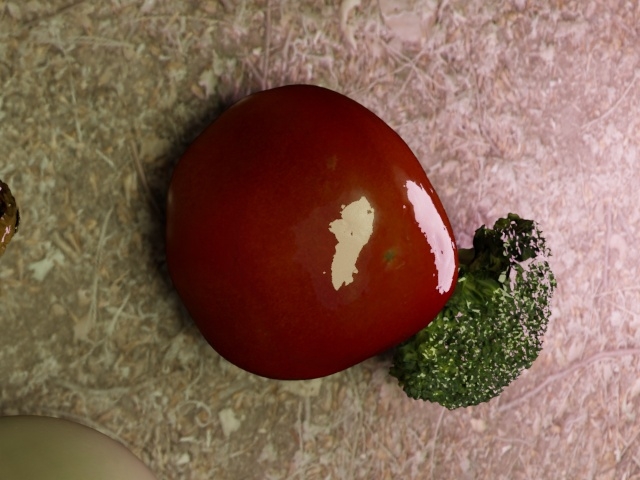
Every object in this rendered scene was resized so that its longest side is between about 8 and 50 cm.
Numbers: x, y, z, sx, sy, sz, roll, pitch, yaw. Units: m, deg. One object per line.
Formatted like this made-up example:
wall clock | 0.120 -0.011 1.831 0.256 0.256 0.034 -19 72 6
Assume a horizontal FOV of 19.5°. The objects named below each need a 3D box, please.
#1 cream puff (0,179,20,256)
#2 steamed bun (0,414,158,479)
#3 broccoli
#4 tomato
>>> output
cream puff | -0.347 0.023 1.553 0.183 0.183 0.169 -11 124 -36
steamed bun | -0.264 0.293 1.557 0.324 0.324 0.206 -42 143 -25
broccoli | 0.158 0.067 1.947 0.176 0.198 0.226 1 65 -6
tomato | 0.000 0.000 1.774 0.298 0.226 0.299 -10 106 -38
